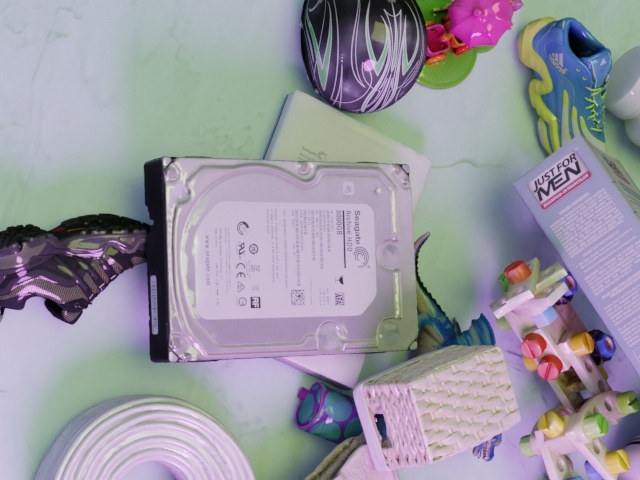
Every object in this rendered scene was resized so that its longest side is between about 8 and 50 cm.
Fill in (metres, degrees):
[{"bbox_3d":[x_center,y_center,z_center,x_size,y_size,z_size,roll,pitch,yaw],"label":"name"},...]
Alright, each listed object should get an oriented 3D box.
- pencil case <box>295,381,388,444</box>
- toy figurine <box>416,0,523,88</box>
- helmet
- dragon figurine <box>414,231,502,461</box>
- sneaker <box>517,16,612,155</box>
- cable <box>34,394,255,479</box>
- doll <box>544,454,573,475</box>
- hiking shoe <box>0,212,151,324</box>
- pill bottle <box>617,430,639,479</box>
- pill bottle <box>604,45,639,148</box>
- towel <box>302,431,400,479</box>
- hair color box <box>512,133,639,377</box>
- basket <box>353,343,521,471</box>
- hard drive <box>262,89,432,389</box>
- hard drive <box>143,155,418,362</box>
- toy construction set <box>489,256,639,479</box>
[{"bbox_3d":[0.046,0.226,1.773,0.152,0.070,0.064,24,109,-23],"label":"pencil case"},{"bbox_3d":[0.204,-0.282,1.860,0.173,0.159,0.130,-20,92,-26],"label":"toy figurine"},{"bbox_3d":[0.056,-0.245,1.795,0.169,0.169,0.161,-2,67,-25],"label":"helmet"},{"bbox_3d":[0.166,0.137,1.829,0.144,0.085,0.289,1,83,-25],"label":"dragon figurine"},{"bbox_3d":[0.346,-0.192,1.931,0.091,0.126,0.240,-26,94,-25],"label":"sneaker"},{"bbox_3d":[-0.198,0.305,1.636,0.257,0.089,0.257,-42,101,-23],"label":"cable"},{"bbox_3d":[0.318,0.376,1.887,0.129,0.046,0.189,6,79,-35],"label":"doll"},{"bbox_3d":[-0.277,0.035,1.651,0.227,0.086,0.114,-6,109,-31],"label":"hiking shoe"},{"bbox_3d":[0.515,0.296,1.916,0.323,0.181,0.181,-41,101,-24],"label":"pill bottle"},{"bbox_3d":[0.513,-0.166,1.999,0.246,0.136,0.136,31,72,-18],"label":"pill bottle"},{"bbox_3d":[0.004,0.369,1.691,0.282,0.049,0.187,-41,125,-31],"label":"towel"},{"bbox_3d":[0.410,0.058,1.812,0.374,0.114,0.185,60,18,21],"label":"hair color box"},{"bbox_3d":[0.141,0.195,1.692,0.167,0.103,0.113,-18,93,-35],"label":"basket"},{"bbox_3d":[0.000,0.000,1.794,0.210,0.040,0.318,26,73,-20],"label":"hard drive"},{"bbox_3d":[-0.040,0.022,1.697,0.339,0.064,0.236,1,85,-32],"label":"hard drive"},{"bbox_3d":[0.295,0.154,1.828,0.215,0.151,0.327,-47,122,-48],"label":"toy construction set"}]
